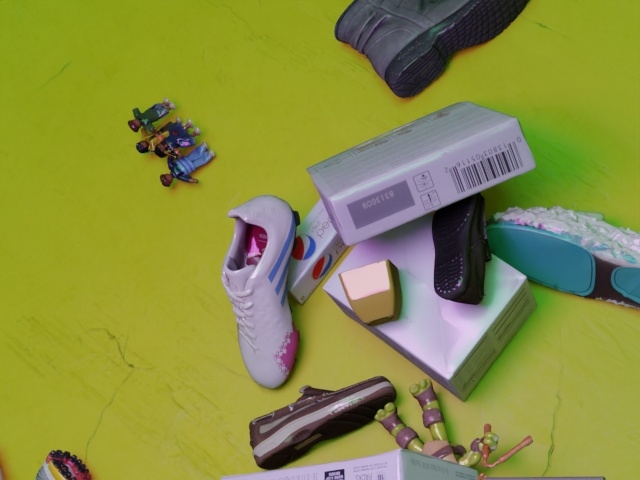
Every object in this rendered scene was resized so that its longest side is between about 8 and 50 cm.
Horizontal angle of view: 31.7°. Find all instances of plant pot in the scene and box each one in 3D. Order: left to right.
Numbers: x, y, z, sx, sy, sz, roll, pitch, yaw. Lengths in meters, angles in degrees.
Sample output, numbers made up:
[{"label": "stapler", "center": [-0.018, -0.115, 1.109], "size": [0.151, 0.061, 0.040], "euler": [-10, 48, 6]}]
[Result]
[{"label": "plant pot", "center": [0.082, 0.085, 1.721], "size": [0.082, 0.081, 0.083], "euler": [-16, 75, 11]}]

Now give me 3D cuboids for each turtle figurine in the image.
[{"label": "turtle figurine", "center": [0.192, 0.324, 1.737], "size": [0.269, 0.087, 0.217], "euler": [-44, 55, 19]}]

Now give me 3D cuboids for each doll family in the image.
[{"label": "doll family", "center": [-0.287, -0.179, 2.112], "size": [0.111, 0.076, 0.193], "euler": [-35, 55, -21]}]

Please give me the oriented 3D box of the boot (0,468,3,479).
[{"label": "boot", "center": [-0.642, 0.496, 1.937], "size": [0.262, 0.095, 0.203], "euler": [-33, 63, -2]}]

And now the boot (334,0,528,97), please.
[{"label": "boot", "center": [0.200, -0.433, 2.047], "size": [0.338, 0.118, 0.222], "euler": [-35, 57, -3]}]

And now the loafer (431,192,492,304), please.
[{"label": "loafer", "center": [0.218, 0.010, 1.715], "size": [0.080, 0.078, 0.220], "euler": [-23, 42, 40]}]

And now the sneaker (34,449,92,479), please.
[{"label": "sneaker", "center": [-0.401, 0.459, 1.890], "size": [0.225, 0.088, 0.092], "euler": [46, 108, 28]}]

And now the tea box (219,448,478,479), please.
[{"label": "tea box", "center": [0.041, 0.489, 1.597], "size": [0.329, 0.220, 0.323], "euler": [-17, 64, 33]}]

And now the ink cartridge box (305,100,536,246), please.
[{"label": "ink cartridge box", "center": [0.144, -0.119, 1.829], "size": [0.308, 0.385, 0.091], "euler": [-24, 102, -2]}]

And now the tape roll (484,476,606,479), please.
[{"label": "tape roll", "center": [0.318, 0.451, 1.562], "size": [0.169, 0.246, 0.246], "euler": [-4, 67, 17]}]

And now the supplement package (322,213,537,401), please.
[{"label": "supplement package", "center": [0.178, 0.090, 1.812], "size": [0.262, 0.145, 0.204], "euler": [35, 82, 26]}]

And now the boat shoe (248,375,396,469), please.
[{"label": "boat shoe", "center": [-0.006, 0.272, 1.827], "size": [0.257, 0.095, 0.095], "euler": [-27, 57, 6]}]

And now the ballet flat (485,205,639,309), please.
[{"label": "ballet flat", "center": [0.463, 0.026, 1.777], "size": [0.409, 0.147, 0.147], "euler": [20, 75, 21]}]

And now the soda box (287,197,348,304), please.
[{"label": "soda box", "center": [0.000, 0.000, 1.946], "size": [0.069, 0.074, 0.216], "euler": [34, 81, 27]}]

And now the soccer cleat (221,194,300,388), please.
[{"label": "soccer cleat", "center": [-0.112, 0.090, 1.842], "size": [0.116, 0.143, 0.331], "euler": [9, 104, 35]}]
